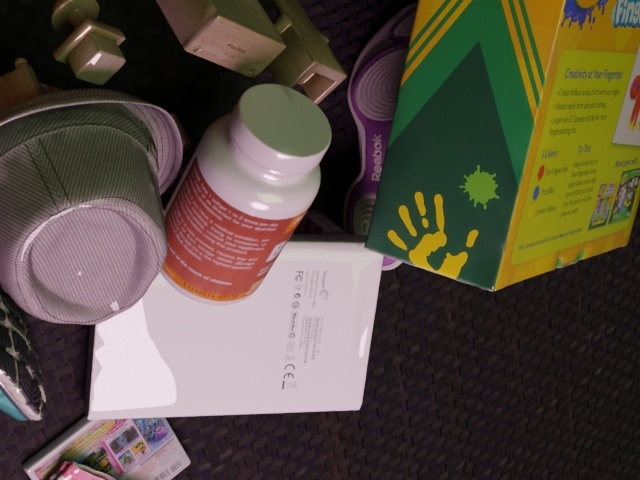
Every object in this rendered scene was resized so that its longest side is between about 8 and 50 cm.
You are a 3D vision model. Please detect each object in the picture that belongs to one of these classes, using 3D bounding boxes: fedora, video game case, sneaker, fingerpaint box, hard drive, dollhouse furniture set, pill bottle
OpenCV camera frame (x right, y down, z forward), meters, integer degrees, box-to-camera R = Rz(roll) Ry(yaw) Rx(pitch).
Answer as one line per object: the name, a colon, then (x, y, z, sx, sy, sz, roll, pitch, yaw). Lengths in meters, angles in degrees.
fedora: (-0.216, -0.009, 1.152, 0.244, 0.124, 0.275, -22, 153, -15)
video game case: (-0.233, 0.247, 1.442, 0.157, 0.019, 0.143, -38, 129, -19)
sneaker: (-0.356, 0.096, 1.234, 0.110, 0.107, 0.275, -26, 140, 14)
sneaker: (0.101, -0.124, 1.501, 0.152, 0.114, 0.305, -17, 121, -59)
fingerpaint box: (0.247, -0.167, 1.440, 0.445, 0.163, 0.371, -13, 118, -59)
hard drive: (-0.092, 0.091, 1.401, 0.308, 0.040, 0.203, 1, 109, -19)
dollhouse furniture set: (-0.210, -0.140, 1.266, 0.355, 0.173, 0.303, -41, 152, 22)
pill bottle: (-0.073, -0.044, 1.242, 0.121, 0.121, 0.216, -10, 149, -36)

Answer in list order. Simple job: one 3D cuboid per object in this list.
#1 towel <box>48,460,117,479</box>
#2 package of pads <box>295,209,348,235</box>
towel: (-0.281, 0.339, 1.419, 0.197, 0.029, 0.144, -51, 129, 2)
package of pads: (0.000, 0.000, 1.471, 0.032, 0.083, 0.050, 5, 107, -26)
